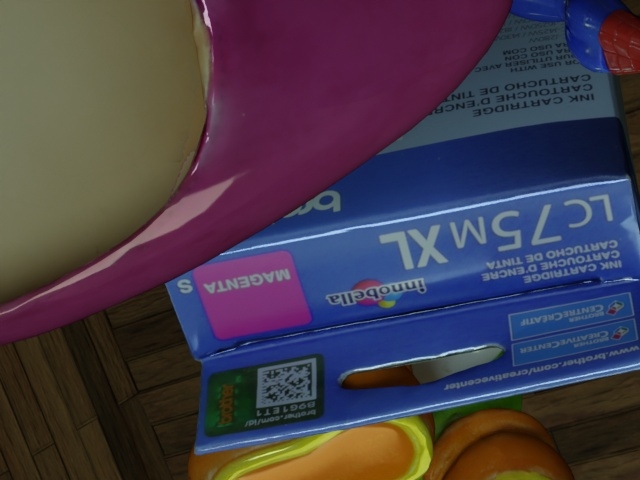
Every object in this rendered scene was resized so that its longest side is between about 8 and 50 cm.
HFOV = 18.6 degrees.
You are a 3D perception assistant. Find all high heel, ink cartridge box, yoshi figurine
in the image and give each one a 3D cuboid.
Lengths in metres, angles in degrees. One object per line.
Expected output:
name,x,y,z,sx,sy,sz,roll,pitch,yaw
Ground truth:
high heel,-0.103,-0.011,0.388,0.377,0.127,0.181,-20,-166,-17
ink cartridge box,0.033,-0.052,0.818,0.185,0.065,0.311,-11,-140,9
yoshi figurine,-0.014,0.020,0.931,0.203,0.204,0.362,-3,-140,-7

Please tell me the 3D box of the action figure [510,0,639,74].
action figure,0.090,-0.132,0.747,0.139,0.091,0.280,-37,-150,-22
